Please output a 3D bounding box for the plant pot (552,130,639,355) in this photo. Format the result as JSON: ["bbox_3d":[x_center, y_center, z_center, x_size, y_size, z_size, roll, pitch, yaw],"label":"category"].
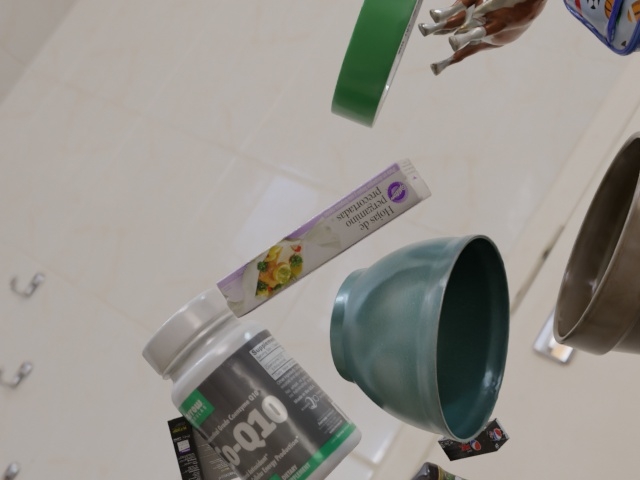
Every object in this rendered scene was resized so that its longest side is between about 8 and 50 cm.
[{"bbox_3d":[0.517,0.045,1.337,0.280,0.323,0.323,21,-13,4],"label":"plant pot"}]

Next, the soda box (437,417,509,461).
[{"bbox_3d":[0.345,0.452,2.152,0.060,0.053,0.169,57,-37,-1],"label":"soda box"}]

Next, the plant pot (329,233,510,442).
[{"bbox_3d":[0.136,0.132,1.388,0.196,0.293,0.293,4,-26,29],"label":"plant pot"}]

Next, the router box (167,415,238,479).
[{"bbox_3d":[-0.207,0.377,1.713,0.179,0.046,0.133,25,48,-74],"label":"router box"}]

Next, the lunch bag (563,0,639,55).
[{"bbox_3d":[0.443,-0.419,1.298,0.243,0.115,0.303,-110,-160,-49],"label":"lunch bag"}]

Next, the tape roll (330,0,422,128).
[{"bbox_3d":[0.107,-0.345,1.545,0.077,0.321,0.321,22,-12,3],"label":"tape roll"}]

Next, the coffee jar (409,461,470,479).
[{"bbox_3d":[0.297,0.587,2.215,0.184,0.096,0.079,26,30,-14],"label":"coffee jar"}]

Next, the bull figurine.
[{"bbox_3d":[0.253,-0.340,1.403,0.101,0.188,0.310,64,-2,5],"label":"bull figurine"}]

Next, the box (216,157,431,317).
[{"bbox_3d":[0.000,0.000,1.311,0.063,0.324,0.067,57,21,2],"label":"box"}]

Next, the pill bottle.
[{"bbox_3d":[-0.120,0.267,1.611,0.361,0.204,0.204,46,-10,7],"label":"pill bottle"}]
